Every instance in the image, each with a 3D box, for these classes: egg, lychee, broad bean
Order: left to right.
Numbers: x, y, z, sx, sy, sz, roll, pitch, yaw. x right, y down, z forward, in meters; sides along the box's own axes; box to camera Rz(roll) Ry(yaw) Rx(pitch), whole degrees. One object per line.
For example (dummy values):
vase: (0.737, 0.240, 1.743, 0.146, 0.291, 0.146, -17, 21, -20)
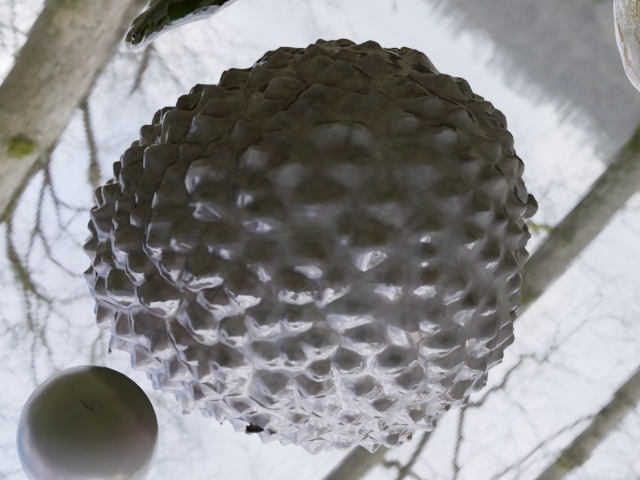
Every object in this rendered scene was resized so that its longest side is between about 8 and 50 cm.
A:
egg: (-0.171, 0.143, 0.931, 0.103, 0.103, 0.135, 35, 176, -15)
broad bean: (-0.088, -0.283, 1.304, 0.061, 0.077, 0.339, 45, -130, 8)
lychee: (0.000, 0.000, 1.148, 0.432, 0.380, 0.380, -4, -137, -18)

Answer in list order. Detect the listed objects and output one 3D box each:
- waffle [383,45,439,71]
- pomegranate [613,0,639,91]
waffle: (0.088, -0.138, 1.442, 0.046, 0.160, 0.192, 9, -166, -30)
pomegranate: (0.544, -0.310, 1.663, 0.319, 0.319, 0.319, 33, -154, -18)
